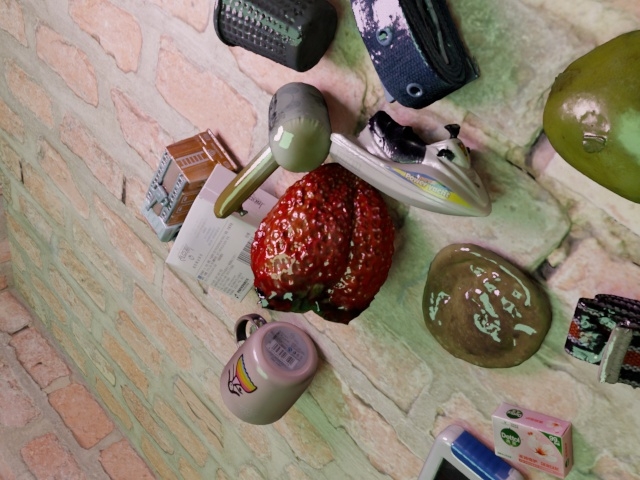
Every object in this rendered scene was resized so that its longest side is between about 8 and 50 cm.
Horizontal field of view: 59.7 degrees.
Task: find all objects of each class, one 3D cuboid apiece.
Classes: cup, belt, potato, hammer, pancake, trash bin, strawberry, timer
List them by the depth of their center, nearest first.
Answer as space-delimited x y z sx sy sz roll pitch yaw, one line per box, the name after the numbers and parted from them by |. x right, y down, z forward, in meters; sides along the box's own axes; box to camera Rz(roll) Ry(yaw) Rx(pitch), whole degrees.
0.376 -0.133 0.618 0.253 0.148 0.186 21 126 37 | potato
0.496 0.163 0.682 0.360 0.126 0.094 20 114 31 | belt
0.118 -0.299 0.812 0.128 0.122 0.218 -16 100 51 | belt
0.261 0.114 0.938 0.242 0.050 0.242 22 124 36 | pancake
-0.062 -0.375 0.941 0.161 0.175 0.175 34 133 12 | trash bin
-0.101 -0.139 1.016 0.113 0.202 0.305 34 117 -23 | hammer
0.000 0.000 1.027 0.238 0.250 0.288 -174 91 -68 | strawberry
0.284 0.493 1.094 0.178 0.078 0.253 36 131 31 | timer
-0.131 0.283 1.335 0.253 0.191 0.200 61 138 26 | cup

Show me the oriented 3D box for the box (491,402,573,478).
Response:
0.363 0.342 0.958 0.125 0.043 0.089 5 113 44 | box

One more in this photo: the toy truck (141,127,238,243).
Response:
-0.328 -0.113 1.333 0.136 0.162 0.305 54 138 10 | toy truck

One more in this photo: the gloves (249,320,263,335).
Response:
-0.164 0.236 1.451 0.044 0.037 0.081 -13 97 12 | gloves

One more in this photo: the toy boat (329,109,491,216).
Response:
0.149 -0.126 0.872 0.269 0.141 0.140 22 125 35 | toy boat

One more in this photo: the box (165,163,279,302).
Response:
-0.202 -0.007 1.241 0.203 0.116 0.274 29 137 -9 | box
